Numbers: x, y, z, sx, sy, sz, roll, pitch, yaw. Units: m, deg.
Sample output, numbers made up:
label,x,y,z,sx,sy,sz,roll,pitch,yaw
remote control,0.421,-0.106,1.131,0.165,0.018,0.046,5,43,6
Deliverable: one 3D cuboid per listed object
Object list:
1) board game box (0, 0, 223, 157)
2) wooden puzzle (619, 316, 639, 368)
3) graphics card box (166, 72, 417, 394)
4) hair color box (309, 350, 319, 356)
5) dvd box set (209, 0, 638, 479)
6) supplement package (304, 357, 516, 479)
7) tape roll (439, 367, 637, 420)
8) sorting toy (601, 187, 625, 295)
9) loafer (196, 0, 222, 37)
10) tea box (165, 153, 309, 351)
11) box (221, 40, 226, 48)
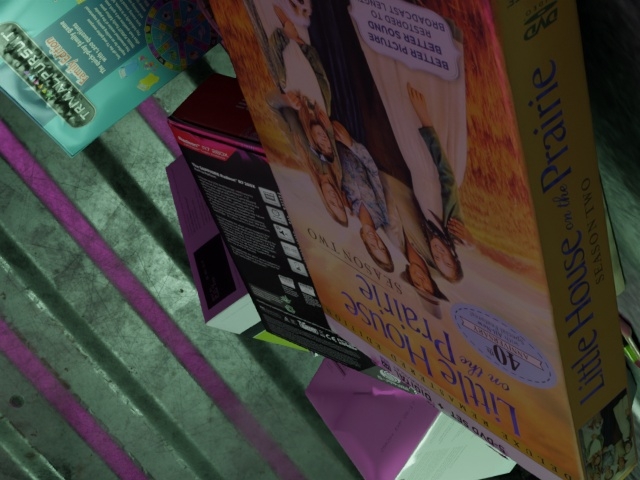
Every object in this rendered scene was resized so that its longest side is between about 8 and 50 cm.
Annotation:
label,x,y,z,sx,sy,sz,roll,pitch,yaw
board game box,-0.201,-0.267,1.131,0.079,0.336,0.254,52,178,28
wooden puzzle,0.280,0.088,1.040,0.078,0.014,0.116,53,179,-38
graphics card box,0.000,0.000,1.192,0.232,0.094,0.371,19,146,32
hair color box,-0.004,-0.044,1.572,0.113,0.185,0.375,-137,25,-70
dvd box set,0.062,-0.036,0.749,0.307,0.062,0.420,33,151,44
supplement package,0.163,0.193,1.471,0.262,0.199,0.198,0,-140,-42
tape roll,0.228,0.163,1.195,0.219,0.072,0.219,17,156,8
sorting toy,0.114,-0.070,0.879,0.255,0.089,0.257,51,178,35
loafer,-0.017,-0.197,1.119,0.268,0.102,0.092,40,179,3
tea box,-0.057,-0.010,1.917,0.323,0.220,0.329,21,-137,-49
box,-0.074,-0.281,1.750,0.170,0.091,0.130,51,179,42
